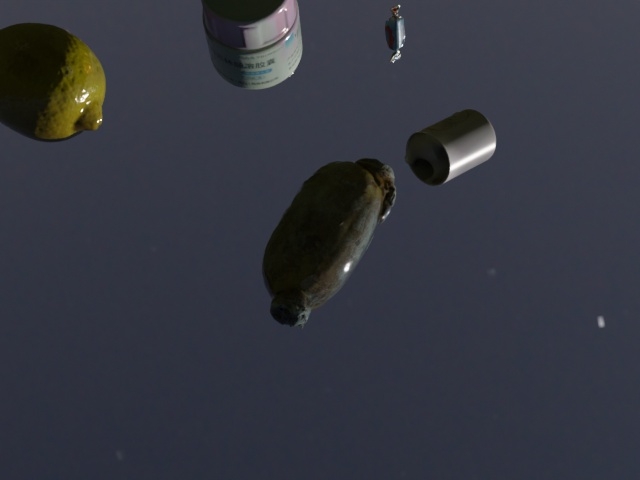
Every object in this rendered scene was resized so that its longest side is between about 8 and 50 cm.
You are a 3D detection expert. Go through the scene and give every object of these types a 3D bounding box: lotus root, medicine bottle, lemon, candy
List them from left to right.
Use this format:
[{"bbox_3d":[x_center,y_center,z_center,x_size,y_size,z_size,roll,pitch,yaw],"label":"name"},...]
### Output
[{"bbox_3d":[-0.441,-0.251,2.094,0.248,0.184,0.184,27,-142,11],"label":"lemon"},{"bbox_3d":[-0.093,-0.298,1.818,0.135,0.168,0.135,-1,-116,2],"label":"medicine bottle"},{"bbox_3d":[-0.002,-0.001,2.299,0.175,0.175,0.349,7,-128,40],"label":"lotus root"},{"bbox_3d":[0.102,-0.284,1.860,0.020,0.083,0.030,20,-138,30],"label":"candy"}]

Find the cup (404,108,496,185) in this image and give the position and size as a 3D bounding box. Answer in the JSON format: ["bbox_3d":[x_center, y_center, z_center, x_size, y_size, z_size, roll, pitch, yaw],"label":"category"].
[{"bbox_3d":[0.211,-0.166,2.313,0.133,0.099,0.136,-28,-140,-37],"label":"cup"}]
